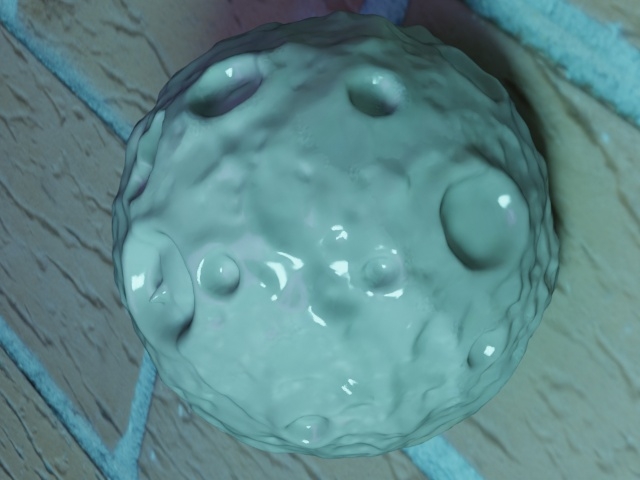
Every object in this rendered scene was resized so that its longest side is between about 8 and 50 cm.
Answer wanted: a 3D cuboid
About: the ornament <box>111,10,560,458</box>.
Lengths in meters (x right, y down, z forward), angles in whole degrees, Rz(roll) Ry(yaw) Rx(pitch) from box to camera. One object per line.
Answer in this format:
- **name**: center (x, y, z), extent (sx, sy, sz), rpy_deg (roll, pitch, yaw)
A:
- **ornament**: center (0.000, 0.000, 1.040), extent (0.337, 0.337, 0.337), rpy_deg (20, 117, 46)
